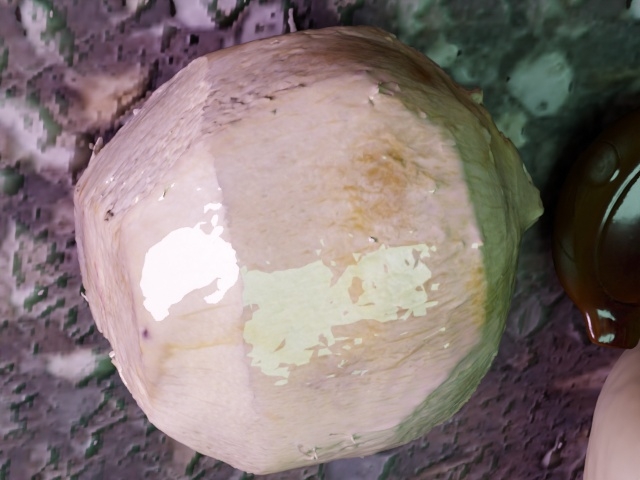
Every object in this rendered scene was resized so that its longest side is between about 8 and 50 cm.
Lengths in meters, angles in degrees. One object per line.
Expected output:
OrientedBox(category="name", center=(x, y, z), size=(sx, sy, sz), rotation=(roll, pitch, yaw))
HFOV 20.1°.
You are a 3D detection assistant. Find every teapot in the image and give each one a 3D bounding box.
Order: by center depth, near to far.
OrientedBox(category="teapot", center=(0.167, -0.006, 0.903), size=(0.098, 0.078, 0.129), rotation=(12, 113, -33))

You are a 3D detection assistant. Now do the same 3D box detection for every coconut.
OrientedBox(category="coconut", center=(0.001, 0.001, 0.755), size=(0.194, 0.194, 0.194), rotation=(-14, 124, -21))

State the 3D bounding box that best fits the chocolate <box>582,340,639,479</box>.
OrientedBox(category="chocolate", center=(0.292, 0.159, 0.916), size=(0.314, 0.326, 0.297), rotation=(-48, 149, -51))
